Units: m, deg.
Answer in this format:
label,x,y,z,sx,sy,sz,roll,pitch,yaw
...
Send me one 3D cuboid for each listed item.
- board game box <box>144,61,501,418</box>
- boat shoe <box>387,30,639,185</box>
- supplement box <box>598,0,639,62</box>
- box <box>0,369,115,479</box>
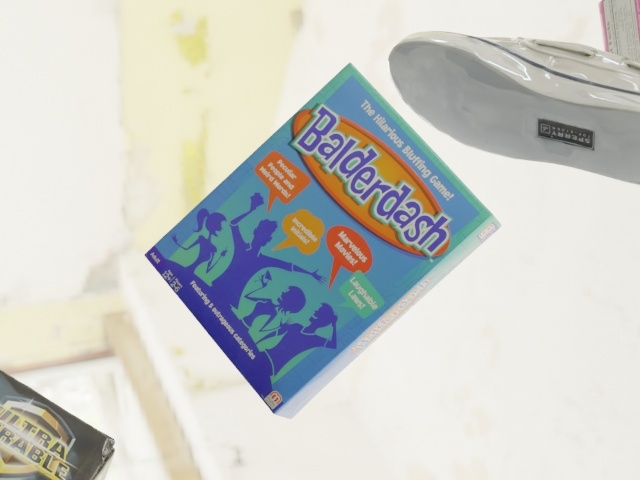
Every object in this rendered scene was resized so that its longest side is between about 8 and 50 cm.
label,x,y,z,sx,sy,sz,roll,pitch,yaw
board game box,0.000,0.000,1.070,0.160,0.210,0.047,48,4,19
boat shoe,0.181,-0.114,1.155,0.258,0.084,0.095,23,-44,19
supplement box,0.331,-0.191,1.229,0.220,0.111,0.114,136,-47,-70
box,-0.278,0.124,0.866,0.073,0.293,0.295,-57,176,-35
